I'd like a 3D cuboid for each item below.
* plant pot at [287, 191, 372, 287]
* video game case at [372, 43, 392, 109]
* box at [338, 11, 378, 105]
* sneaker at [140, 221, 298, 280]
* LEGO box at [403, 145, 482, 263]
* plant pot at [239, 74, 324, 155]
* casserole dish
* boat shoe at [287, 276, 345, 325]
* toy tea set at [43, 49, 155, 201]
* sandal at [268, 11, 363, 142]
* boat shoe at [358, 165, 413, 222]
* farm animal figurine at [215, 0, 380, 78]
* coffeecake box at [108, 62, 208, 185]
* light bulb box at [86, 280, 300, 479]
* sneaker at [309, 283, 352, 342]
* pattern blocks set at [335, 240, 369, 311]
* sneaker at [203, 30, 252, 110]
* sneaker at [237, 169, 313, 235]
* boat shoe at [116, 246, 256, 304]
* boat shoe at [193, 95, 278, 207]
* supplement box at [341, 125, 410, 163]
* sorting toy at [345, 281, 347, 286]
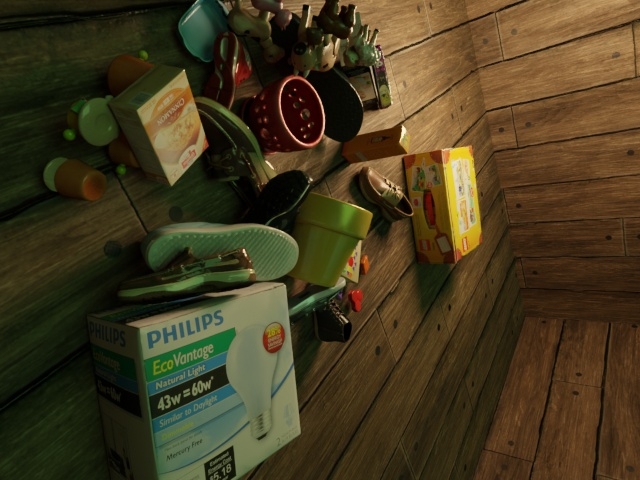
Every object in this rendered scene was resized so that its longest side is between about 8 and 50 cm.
[{"bbox_3d":[0.000,0.000,1.197,0.254,0.254,0.239,16,91,-49],"label":"plant pot"},{"bbox_3d":[0.226,-0.609,1.557,0.232,0.041,0.210,-72,150,-73],"label":"video game case"},{"bbox_3d":[0.124,-0.591,1.375,0.290,0.087,0.169,29,50,-74],"label":"box"},{"bbox_3d":[-0.226,0.009,0.954,0.365,0.150,0.135,7,102,-38],"label":"sneaker"},{"bbox_3d":[0.591,-0.178,1.943,0.372,0.193,0.500,-20,103,-49],"label":"LEGO box"},{"bbox_3d":[-0.109,-0.332,1.119,0.191,0.174,0.191,3,86,-50],"label":"plant pot"},{"bbox_3d":[-0.289,-0.523,1.021,0.114,0.037,0.188,48,54,-38],"label":"casserole dish"},{"bbox_3d":[-0.017,0.187,1.241,0.228,0.080,0.076,-28,115,-26],"label":"boat shoe"},{"bbox_3d":[-0.420,-0.229,0.818,0.200,0.124,0.336,91,24,-46],"label":"toy tea set"},{"bbox_3d":[0.001,-0.507,1.287,0.446,0.167,0.107,50,28,-35],"label":"sandal"},{"bbox_3d":[0.265,-0.186,1.608,0.324,0.116,0.123,37,60,-43],"label":"boat shoe"},{"bbox_3d":[-0.049,-0.504,1.044,0.326,0.330,0.172,-15,124,-59],"label":"farm animal figurine"},{"bbox_3d":[-0.312,-0.227,0.822,0.185,0.068,0.142,87,26,-53],"label":"coffeecake box"},{"bbox_3d":[-0.251,0.294,0.876,0.358,0.225,0.361,-12,98,-50],"label":"light bulb box"},{"bbox_3d":[0.038,0.216,1.312,0.083,0.118,0.222,-16,100,-50],"label":"sneaker"},{"bbox_3d":[0.095,0.060,1.442,0.285,0.026,0.325,42,51,-46],"label":"pattern blocks set"},{"bbox_3d":[-0.223,-0.401,1.057,0.128,0.087,0.221,-14,122,-70],"label":"sneaker"},{"bbox_3d":[-0.110,-0.066,1.075,0.124,0.283,0.107,17,35,-54],"label":"sneaker"},{"bbox_3d":[-0.261,0.062,0.809,0.257,0.095,0.095,-6,76,-27],"label":"boat shoe"},{"bbox_3d":[-0.220,-0.194,1.024,0.123,0.123,0.342,-63,141,-26],"label":"boat shoe"},{"bbox_3d":[0.192,-0.331,1.436,0.080,0.233,0.078,32,65,-45],"label":"supplement box"},{"bbox_3d":[0.083,0.122,1.453,0.062,0.012,0.083,-48,123,-41],"label":"sorting toy"}]
